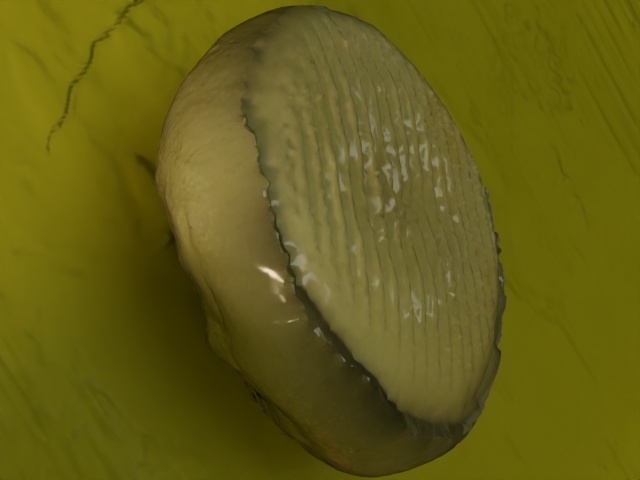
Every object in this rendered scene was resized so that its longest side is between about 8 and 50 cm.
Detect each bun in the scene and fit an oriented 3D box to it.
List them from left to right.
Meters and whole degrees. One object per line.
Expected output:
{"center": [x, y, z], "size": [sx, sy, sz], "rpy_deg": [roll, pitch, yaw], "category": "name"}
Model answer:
{"center": [0.000, 0.000, 0.765], "size": [0.287, 0.146, 0.287], "rpy_deg": [30, 52, -46], "category": "bun"}
